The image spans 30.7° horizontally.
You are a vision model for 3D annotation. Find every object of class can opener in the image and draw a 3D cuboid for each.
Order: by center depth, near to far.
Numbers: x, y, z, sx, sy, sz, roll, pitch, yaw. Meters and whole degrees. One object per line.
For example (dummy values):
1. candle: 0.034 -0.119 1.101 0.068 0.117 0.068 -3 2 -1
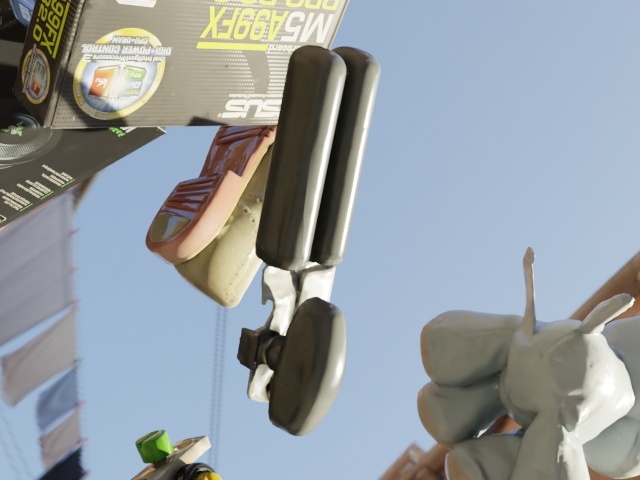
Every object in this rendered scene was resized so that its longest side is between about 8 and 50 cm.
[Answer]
1. can opener: 0.000 0.000 0.851 0.093 0.074 0.280 20 -72 39

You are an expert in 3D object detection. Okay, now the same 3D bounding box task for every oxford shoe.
1. oxford shoe: -0.064 -0.088 1.503 0.140 0.397 0.146 -1 -45 53

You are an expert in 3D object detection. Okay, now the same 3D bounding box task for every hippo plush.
1. hippo plush: 0.254 0.137 1.197 0.234 0.237 0.294 30 -64 45

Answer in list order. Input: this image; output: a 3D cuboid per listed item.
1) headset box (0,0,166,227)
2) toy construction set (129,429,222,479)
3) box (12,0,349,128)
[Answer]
1. headset box: -0.339 -0.132 1.109 0.283 0.246 0.131 -27 -118 13
2. toy construction set: -0.211 0.330 1.221 0.257 0.309 0.237 6 -62 55
3. box: -0.093 -0.197 0.942 0.060 0.270 0.216 44 -57 35
